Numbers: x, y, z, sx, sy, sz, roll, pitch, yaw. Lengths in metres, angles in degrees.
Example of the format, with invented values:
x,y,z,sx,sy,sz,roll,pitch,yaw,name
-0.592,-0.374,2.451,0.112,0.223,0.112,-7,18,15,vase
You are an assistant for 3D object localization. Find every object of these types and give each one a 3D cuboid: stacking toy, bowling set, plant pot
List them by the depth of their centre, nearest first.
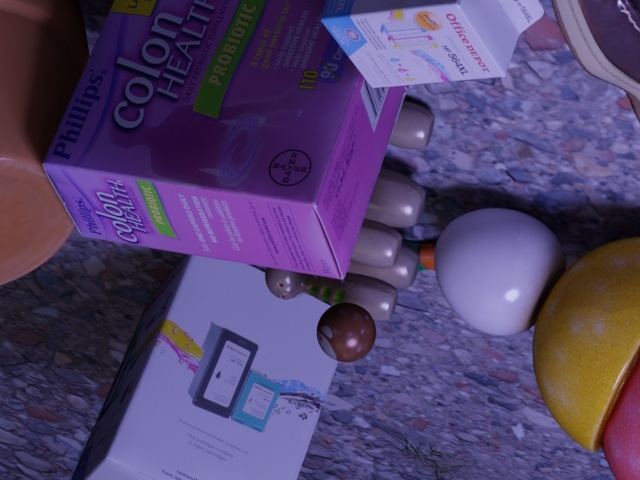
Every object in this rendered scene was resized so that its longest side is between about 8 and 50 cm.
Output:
x,y,z,sx,sy,sz,roll,pitch,yaw,name
-0.327,-0.089,1.713,0.291,0.203,0.291,-13,146,-9,plant pot
0.317,0.107,1.780,0.480,0.350,0.350,32,156,18,stacking toy
0.000,0.000,1.794,0.154,0.200,0.287,16,143,10,bowling set

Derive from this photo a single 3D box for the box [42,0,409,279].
x,y,z,sx,sy,sz,roll,pitch,yaw,name
-0.073,-0.103,1.647,0.243,0.213,0.117,9,150,20,box

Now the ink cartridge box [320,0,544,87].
x,y,z,sx,sy,sz,roll,pitch,yaw,name
0.091,-0.185,1.532,0.143,0.090,0.092,-2,145,35,ink cartridge box

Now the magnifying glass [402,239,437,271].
x,y,z,sx,sy,sz,roll,pitch,yaw,name
0.083,0.016,1.964,0.231,0.026,0.092,-1,145,36,magnifying glass

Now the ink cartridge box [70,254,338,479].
x,y,z,sx,sy,sz,roll,pitch,yaw,name
-0.120,0.182,2.118,0.197,0.270,0.198,26,151,-10,ink cartridge box

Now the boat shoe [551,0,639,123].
x,y,z,sx,sy,sz,roll,pitch,yaw,name
0.270,-0.159,1.451,0.123,0.123,0.342,-9,145,29,boat shoe
